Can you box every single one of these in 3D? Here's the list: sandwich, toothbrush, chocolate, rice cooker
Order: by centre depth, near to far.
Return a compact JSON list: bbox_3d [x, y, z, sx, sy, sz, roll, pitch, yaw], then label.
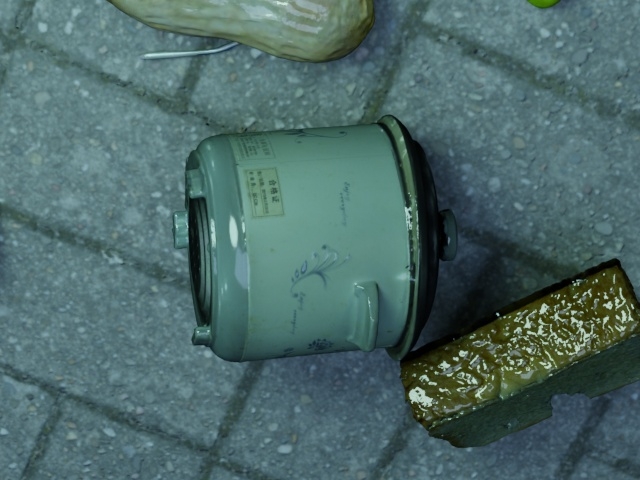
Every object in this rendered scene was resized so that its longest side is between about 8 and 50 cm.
[{"bbox_3d":[-0.092,-0.268,1.628,0.309,0.134,0.134,13,112,-1],"label":"chocolate"},{"bbox_3d":[0.000,0.000,1.644,0.316,0.317,0.264,5,130,1],"label":"rice cooker"},{"bbox_3d":[-0.122,-0.214,1.715,0.162,0.014,0.017,-4,93,5],"label":"toothbrush"},{"bbox_3d":[0.241,0.137,1.730,0.273,0.249,0.095,-26,69,12],"label":"sandwich"}]

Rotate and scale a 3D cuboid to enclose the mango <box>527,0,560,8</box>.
[{"bbox_3d":[0.240,-0.298,1.639,0.073,0.056,0.108,4,115,7],"label":"mango"}]
